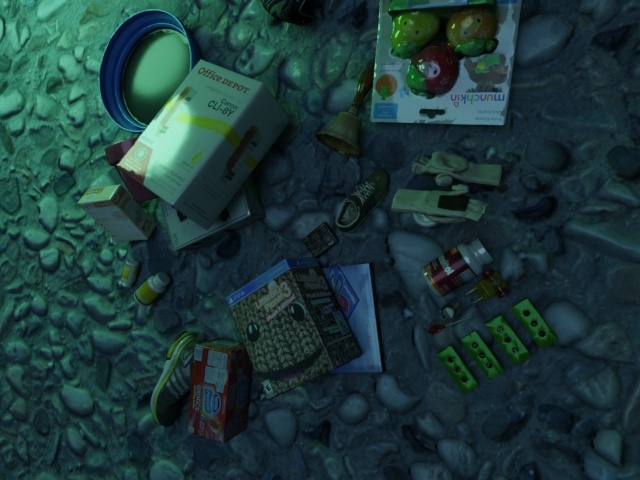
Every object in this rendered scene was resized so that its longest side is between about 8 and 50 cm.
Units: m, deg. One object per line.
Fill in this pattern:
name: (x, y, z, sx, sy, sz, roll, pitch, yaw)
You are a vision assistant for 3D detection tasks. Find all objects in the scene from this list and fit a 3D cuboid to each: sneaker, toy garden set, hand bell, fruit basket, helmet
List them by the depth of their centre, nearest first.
fruit basket: (0.278, -0.452, 1.056, 0.327, 0.165, 0.352, 9, 96, 24)
toy garden set: (0.376, 0.203, 1.059, 0.244, 0.049, 0.203, -38, 76, 19)
sneaker: (0.104, -0.100, 1.164, 0.064, 0.086, 0.192, 40, 104, 20)
hand bell: (0.094, -0.352, 1.184, 0.126, 0.126, 0.241, 22, 84, 23)
helmet: (-0.085, -0.673, 1.221, 0.170, 0.162, 0.169, -1, 89, 24)
sneaker: (-0.418, 0.433, 1.376, 0.121, 0.111, 0.299, 21, 99, 19)

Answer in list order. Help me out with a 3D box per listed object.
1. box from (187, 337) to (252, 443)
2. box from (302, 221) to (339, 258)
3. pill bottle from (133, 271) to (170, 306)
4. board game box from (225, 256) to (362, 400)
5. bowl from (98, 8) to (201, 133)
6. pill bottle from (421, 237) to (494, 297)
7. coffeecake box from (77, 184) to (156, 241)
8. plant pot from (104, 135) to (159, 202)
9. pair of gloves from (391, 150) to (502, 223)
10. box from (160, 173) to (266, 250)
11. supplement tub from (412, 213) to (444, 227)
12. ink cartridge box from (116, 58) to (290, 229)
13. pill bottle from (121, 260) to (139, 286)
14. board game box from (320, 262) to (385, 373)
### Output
box: (-0.284, 0.422, 1.304, 0.128, 0.123, 0.256, 5, 91, 25)
box: (0.000, 0.000, 1.245, 0.083, 0.018, 0.067, -40, 74, 18)
pill bottle: (-0.535, 0.153, 1.455, 0.116, 0.065, 0.065, -41, 73, 18)
board game box: (-0.074, 0.223, 1.186, 0.232, 0.141, 0.290, -34, 73, 27)
bowl: (-0.547, -0.536, 1.472, 0.392, 0.077, 0.390, 0, 89, 24)
pill bottle: (0.320, 0.061, 1.065, 0.152, 0.086, 0.086, -36, 75, 18)
coffeecake box: (-0.640, -0.083, 1.443, 0.143, 0.185, 0.068, -3, 49, 24)
plant pot: (-0.533, -0.219, 1.405, 0.202, 0.201, 0.180, -13, 99, 23)
pair of gloves: (0.289, -0.128, 1.028, 0.204, 0.240, 0.042, 16, 137, 24)
box: (-0.321, -0.093, 1.354, 0.290, 0.087, 0.169, -24, 79, 22)
supplement tub: (0.263, -0.064, 1.081, 0.071, 0.107, 0.070, -1, 88, 25)
ink cartridge box: (-0.314, -0.268, 1.234, 0.279, 0.160, 0.384, 31, 82, 32)
pill bottle: (-0.632, 0.111, 1.511, 0.044, 0.043, 0.083, 20, 96, 23)
board game box: (0.082, 0.205, 1.199, 0.145, 0.027, 0.281, -8, 86, 23)
